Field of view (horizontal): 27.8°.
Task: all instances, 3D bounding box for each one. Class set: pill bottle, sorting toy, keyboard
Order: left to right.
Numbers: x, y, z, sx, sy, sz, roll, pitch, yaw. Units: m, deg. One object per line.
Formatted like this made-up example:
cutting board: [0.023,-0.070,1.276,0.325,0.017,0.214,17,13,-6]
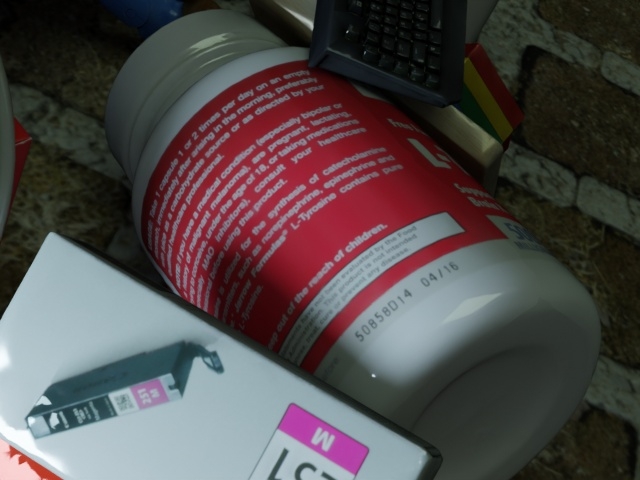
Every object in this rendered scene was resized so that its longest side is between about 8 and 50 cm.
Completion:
pill bottle: [0.000,0.000,0.977,0.229,0.229,0.407,-11,44,-34]
keyboard: [0.028,-0.239,1.048,0.202,0.033,0.317,17,44,-10]
sorting toy: [0.070,-0.144,1.152,0.257,0.255,0.089,40,85,11]

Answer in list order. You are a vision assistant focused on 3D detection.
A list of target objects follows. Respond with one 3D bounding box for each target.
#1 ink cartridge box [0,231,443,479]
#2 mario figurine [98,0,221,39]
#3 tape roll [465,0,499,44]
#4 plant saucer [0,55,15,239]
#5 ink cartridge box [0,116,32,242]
ink cartridge box: [-0.103,0.162,0.777,0.275,0.239,0.060,29,-1,16]
mario figurine: [-0.214,-0.287,1.149,0.320,0.170,0.198,23,9,-37]
tape roll: [0.087,-0.322,1.331,0.246,0.169,0.246,27,21,-11]
plant saucer: [-0.383,-0.057,0.773,0.400,0.100,0.400,-2,96,-19]
ink cartridge box: [-0.299,-0.069,0.981,0.078,0.134,0.231,-24,65,-40]
